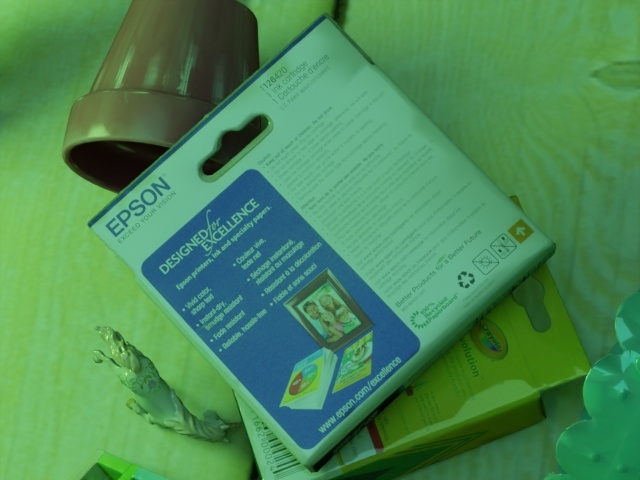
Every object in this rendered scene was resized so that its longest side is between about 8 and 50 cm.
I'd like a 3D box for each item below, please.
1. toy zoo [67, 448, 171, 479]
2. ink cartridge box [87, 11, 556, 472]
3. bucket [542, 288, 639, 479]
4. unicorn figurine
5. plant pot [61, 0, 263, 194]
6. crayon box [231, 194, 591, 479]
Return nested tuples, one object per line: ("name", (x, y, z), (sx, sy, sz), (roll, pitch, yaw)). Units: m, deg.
("toy zoo", (-0.168, 0.302, 1.570), (0.293, 0.030, 0.192), (16, 55, 45))
("ink cartridge box", (0.000, 0.000, 1.606), (0.303, 0.072, 0.307), (-42, 74, -6))
("bucket", (0.316, 0.143, 1.481), (0.183, 0.281, 0.281), (25, 76, 13))
("unicorn figurine", (-0.154, 0.148, 1.685), (0.111, 0.162, 0.060), (24, 80, 49))
("plant pot", (-0.139, -0.145, 1.734), (0.201, 0.201, 0.180), (6, 73, 15))
("crayon box", (0.075, 0.109, 1.647), (0.318, 0.081, 0.202), (-21, 65, 2))
